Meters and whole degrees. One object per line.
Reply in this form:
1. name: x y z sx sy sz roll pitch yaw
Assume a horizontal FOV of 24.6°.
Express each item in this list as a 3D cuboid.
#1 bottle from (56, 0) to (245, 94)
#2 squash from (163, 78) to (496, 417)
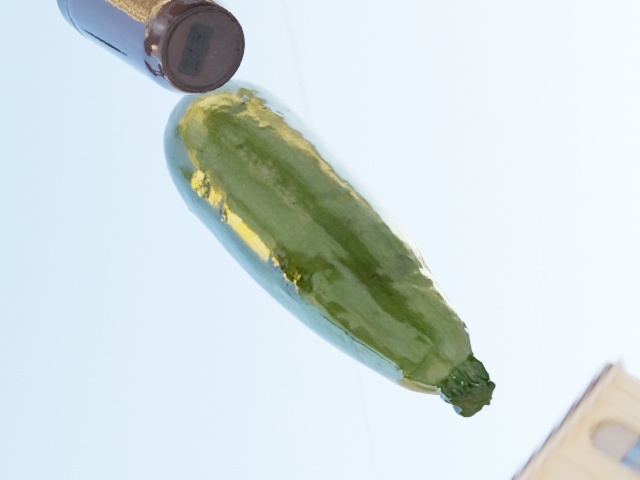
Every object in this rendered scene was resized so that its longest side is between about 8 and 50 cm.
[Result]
1. bottle: -0.090 -0.115 0.752 0.053 0.140 0.053 -13 -63 -28
2. squash: -0.006 -0.002 1.076 0.118 0.370 0.118 -22 -43 -22
